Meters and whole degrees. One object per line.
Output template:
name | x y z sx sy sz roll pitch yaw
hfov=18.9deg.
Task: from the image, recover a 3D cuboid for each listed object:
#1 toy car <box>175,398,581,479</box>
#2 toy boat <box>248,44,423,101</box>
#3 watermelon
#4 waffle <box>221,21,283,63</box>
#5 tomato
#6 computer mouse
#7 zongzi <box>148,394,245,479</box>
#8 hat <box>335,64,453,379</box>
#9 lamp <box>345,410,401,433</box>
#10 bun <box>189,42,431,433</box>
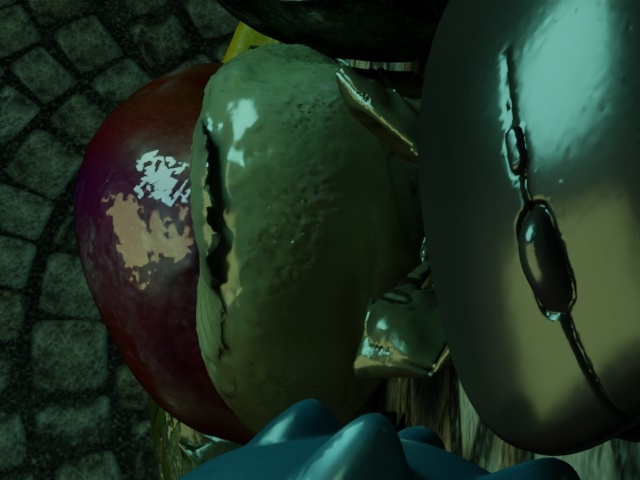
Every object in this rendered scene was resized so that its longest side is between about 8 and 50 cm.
toy car | 0.026 0.156 0.598 0.190 0.188 0.255 -50 28 15
toy boat | 0.009 -0.109 1.262 0.063 0.115 0.016 -110 30 -74
watermelon | 0.054 -0.181 1.247 0.202 0.136 0.207 -47 -16 13
waffle | -0.045 -0.203 1.853 0.248 0.055 0.221 117 177 -73
tomato | -0.084 0.010 1.417 0.335 0.176 0.290 -53 -37 -68
computer mouse | 0.081 -0.042 0.625 0.120 0.057 0.232 -40 37 40
zongzi | -0.055 0.067 1.722 0.323 0.160 0.360 -101 24 -43
hat | 0.066 -0.019 0.940 0.175 0.085 0.147 -28 -67 -70
lamp | -0.003 0.272 1.257 0.089 0.090 0.325 134 140 -82
bun | 0.000 0.000 1.142 0.239 0.141 0.239 1 -90 -84
